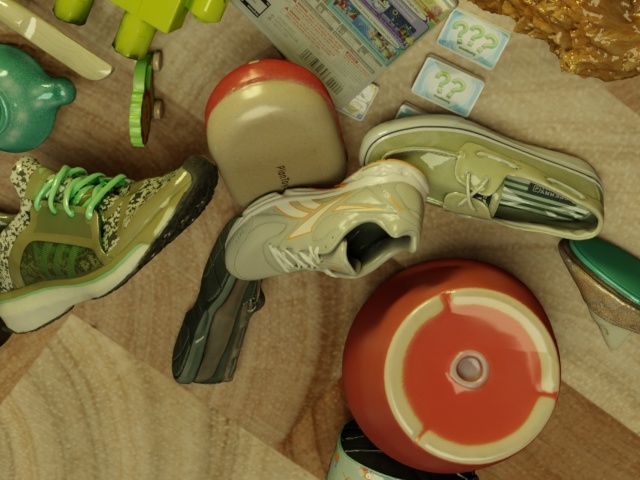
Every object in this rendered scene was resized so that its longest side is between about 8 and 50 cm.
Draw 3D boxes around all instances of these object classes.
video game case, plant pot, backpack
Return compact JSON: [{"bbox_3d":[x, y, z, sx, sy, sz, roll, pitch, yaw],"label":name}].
[{"bbox_3d":[0.014,-0.279,1.540,0.212,0.023,0.193,45,121,-11],"label":"video game case"},{"bbox_3d":[0.163,0.150,1.613,0.275,0.243,0.275,0,87,0],"label":"plant pot"},{"bbox_3d":[0.098,0.317,1.797,0.188,0.166,0.144,23,111,-2],"label":"backpack"}]

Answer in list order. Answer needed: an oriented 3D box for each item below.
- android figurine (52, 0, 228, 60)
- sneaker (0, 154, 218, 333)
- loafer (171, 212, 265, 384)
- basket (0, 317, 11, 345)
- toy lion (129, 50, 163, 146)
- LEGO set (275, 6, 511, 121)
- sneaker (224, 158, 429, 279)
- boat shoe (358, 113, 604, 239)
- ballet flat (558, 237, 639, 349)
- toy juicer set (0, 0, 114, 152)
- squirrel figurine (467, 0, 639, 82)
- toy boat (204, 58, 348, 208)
[{"bbox_3d":[-0.199,-0.346,1.532,0.248,0.056,0.273,29,114,8],"label":"android figurine"},{"bbox_3d":[-0.293,-0.027,1.629,0.410,0.158,0.182,-28,105,38],"label":"sneaker"},{"bbox_3d":[-0.112,0.077,1.754,0.084,0.096,0.267,12,125,-22],"label":"loafer"},{"bbox_3d":[-0.488,0.112,1.721,0.154,0.227,0.204,-13,115,12],"label":"basket"},{"bbox_3d":[-0.210,-0.165,1.629,0.034,0.096,0.100,4,116,4],"label":"toy lion"},{"bbox_3d":[0.075,-0.211,1.602,0.244,0.060,0.182,26,112,-7],"label":"LEGO set"},{"bbox_3d":[0.000,0.000,1.574,0.262,0.121,0.099,-22,129,23],"label":"sneaker"},{"bbox_3d":[0.195,-0.073,1.616,0.302,0.094,0.109,9,119,-7],"label":"boat shoe"},{"bbox_3d":[0.412,0.102,1.697,0.316,0.107,0.106,27,123,-6],"label":"ballet flat"},{"bbox_3d":[-0.401,-0.196,1.646,0.329,0.089,0.209,-36,95,29],"label":"toy juicer set"},{"bbox_3d":[0.278,-0.380,1.386,0.370,0.281,0.397,41,111,-7],"label":"squirrel figurine"},{"bbox_3d":[-0.056,-0.143,1.604,0.151,0.151,0.231,-14,155,2],"label":"toy boat"}]
